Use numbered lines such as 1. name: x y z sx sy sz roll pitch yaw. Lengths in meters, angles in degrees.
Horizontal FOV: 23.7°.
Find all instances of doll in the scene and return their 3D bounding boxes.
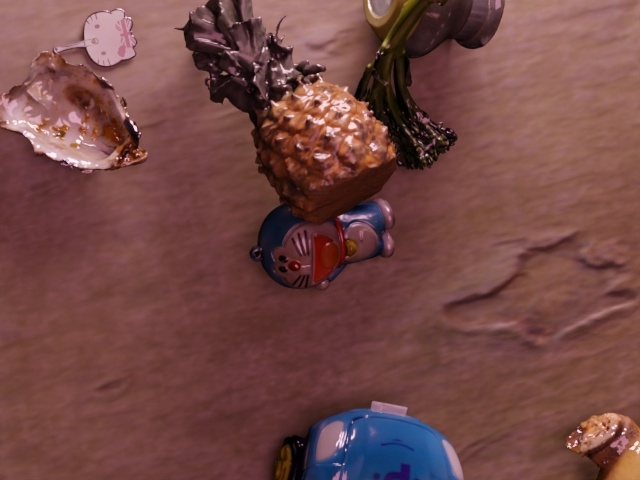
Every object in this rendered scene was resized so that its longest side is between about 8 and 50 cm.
1. doll: 0.000 0.000 1.516 0.151 0.085 0.114 -10 118 -22

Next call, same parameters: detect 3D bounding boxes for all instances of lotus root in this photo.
1. lotus root: 0.383 0.301 1.581 0.146 0.131 0.303 -44 99 -9

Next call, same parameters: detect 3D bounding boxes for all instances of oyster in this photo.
1. oyster: -0.235 -0.113 1.476 0.148 0.051 0.103 40 86 5

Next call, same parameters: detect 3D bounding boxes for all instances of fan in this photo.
1. fan: -0.223 -0.197 1.500 0.083 0.004 0.056 -13 94 -11

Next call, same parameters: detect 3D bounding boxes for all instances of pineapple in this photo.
1. pineapple: -0.036 -0.138 1.455 0.128 0.128 0.248 -34 75 -9

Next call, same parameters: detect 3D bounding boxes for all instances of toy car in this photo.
1. toy car: 0.044 0.318 1.496 0.198 0.166 0.314 14 88 -16

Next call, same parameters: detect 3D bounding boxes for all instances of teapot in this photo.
1. teapot: 0.110 -0.259 1.522 0.119 0.130 0.166 5 58 -27

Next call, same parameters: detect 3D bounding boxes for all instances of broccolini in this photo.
1. broccolini: 0.109 -0.159 1.468 0.123 0.271 0.062 19 44 -18
